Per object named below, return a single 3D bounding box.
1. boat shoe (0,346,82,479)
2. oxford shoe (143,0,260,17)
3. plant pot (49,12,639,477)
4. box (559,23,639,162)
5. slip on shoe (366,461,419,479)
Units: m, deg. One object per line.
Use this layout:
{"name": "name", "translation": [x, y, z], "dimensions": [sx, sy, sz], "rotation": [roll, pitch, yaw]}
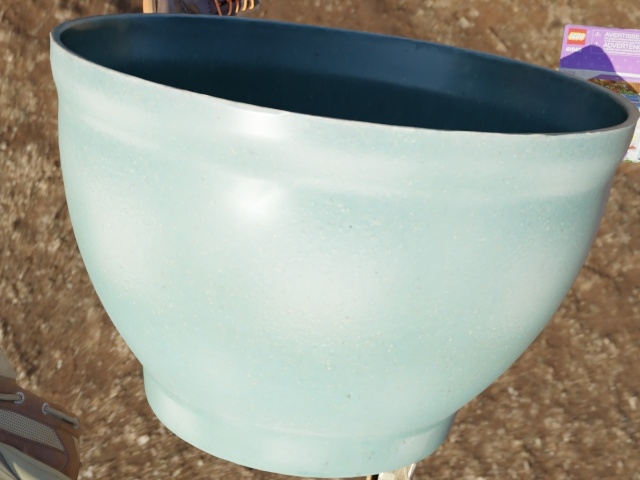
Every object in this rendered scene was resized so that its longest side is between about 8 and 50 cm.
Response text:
{"name": "boat shoe", "translation": [-0.338, 0.149, 0.981], "dimensions": [0.324, 0.123, 0.120], "rotation": [50, 40, -45]}
{"name": "oxford shoe", "translation": [-0.130, -0.292, 1.271], "dimensions": [0.271, 0.098, 0.097], "rotation": [-65, 148, -55]}
{"name": "plant pot", "translation": [0.000, 0.000, 0.574], "dimensions": [0.293, 0.293, 0.196], "rotation": [1, 110, -23]}
{"name": "box", "translation": [0.384, -0.162, 1.272], "dimensions": [0.201, 0.293, 0.057], "rotation": [8, 77, 13]}
{"name": "slip on shoe", "translation": [0.071, 0.225, 1.097], "dimensions": [0.041, 0.051, 0.135], "rotation": [-8, 115, -49]}
